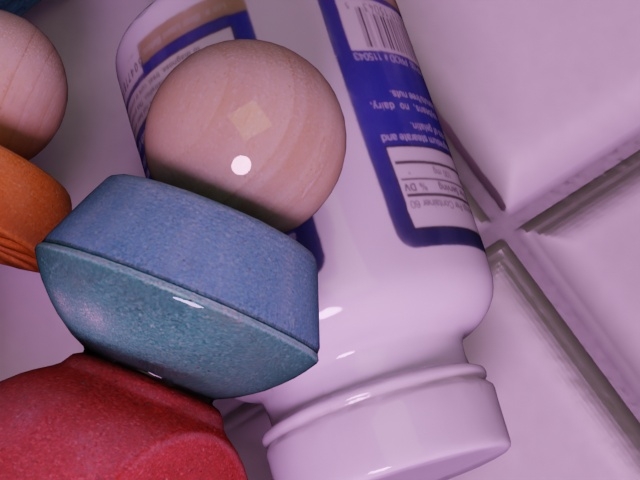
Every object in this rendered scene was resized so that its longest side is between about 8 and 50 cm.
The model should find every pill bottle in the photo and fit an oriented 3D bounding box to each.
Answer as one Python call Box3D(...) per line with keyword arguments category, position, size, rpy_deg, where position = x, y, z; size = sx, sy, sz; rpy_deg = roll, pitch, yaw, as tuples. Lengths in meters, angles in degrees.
Box3D(category="pill bottle", position=(0.000, 0.000, 0.512), size=(0.112, 0.112, 0.186), rpy_deg=(-14, 73, -11))

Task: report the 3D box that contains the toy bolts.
Box3D(category="toy bolts", position=(-0.108, -0.012, 0.417), size=(0.229, 0.218, 0.158), rpy_deg=(17, 79, 27))

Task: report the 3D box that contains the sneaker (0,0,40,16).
Box3D(category="sneaker", position=(-0.165, -0.193, 0.554), size=(0.319, 0.127, 0.208), rpy_deg=(-41, 81, -18))
